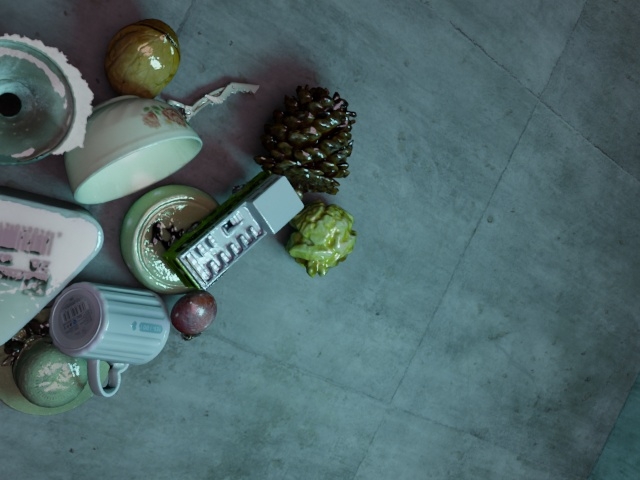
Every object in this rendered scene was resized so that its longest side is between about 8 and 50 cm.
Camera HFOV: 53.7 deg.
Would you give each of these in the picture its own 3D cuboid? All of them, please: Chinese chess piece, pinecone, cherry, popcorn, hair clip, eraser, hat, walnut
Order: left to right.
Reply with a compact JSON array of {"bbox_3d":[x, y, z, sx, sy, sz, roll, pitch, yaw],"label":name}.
[{"bbox_3d":[-0.593,0.011,1.260,0.331,0.150,0.331,-6,104,-27],"label":"eraser"},{"bbox_3d":[-0.564,0.276,1.343,0.257,0.130,0.257,-6,103,-26],"label":"hat"},{"bbox_3d":[-0.360,-0.371,1.286,0.144,0.180,0.144,25,47,-30],"label":"walnut"},{"bbox_3d":[-0.321,-0.001,1.422,0.250,0.101,0.250,-6,104,-27],"label":"Chinese chess piece"},{"bbox_3d":[-0.283,0.172,1.434,0.090,0.225,0.107,38,70,6],"label":"cherry"},{"bbox_3d":[-0.242,-0.325,1.428,0.226,0.034,0.072,-31,112,-19],"label":"hair clip"},{"bbox_3d":[-0.030,-0.224,1.457,0.224,0.224,0.272,17,79,-29],"label":"pinecone"},{"bbox_3d":[-0.001,-0.001,1.541,0.167,0.185,0.187,10,106,-10],"label":"popcorn"}]

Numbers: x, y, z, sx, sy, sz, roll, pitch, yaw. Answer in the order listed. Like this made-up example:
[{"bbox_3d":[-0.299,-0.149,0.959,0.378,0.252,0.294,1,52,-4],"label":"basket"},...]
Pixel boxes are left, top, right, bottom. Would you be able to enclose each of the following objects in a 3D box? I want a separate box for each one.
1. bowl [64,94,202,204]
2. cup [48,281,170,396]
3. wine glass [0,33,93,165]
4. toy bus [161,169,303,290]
[{"bbox_3d":[-0.391,-0.196,1.269,0.277,0.277,0.145,-26,89,-20],"label":"bowl"},{"bbox_3d":[-0.429,0.194,1.306,0.167,0.221,0.202,-26,160,14],"label":"cup"},{"bbox_3d":[-0.550,-0.244,1.126,0.238,0.323,0.238,-7,106,-26],"label":"wine glass"},{"bbox_3d":[-0.182,-0.024,1.353,0.301,0.139,0.113,-44,115,-21],"label":"toy bus"}]
